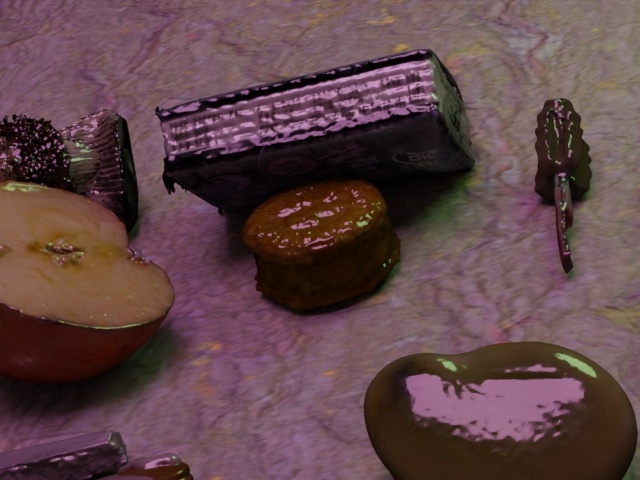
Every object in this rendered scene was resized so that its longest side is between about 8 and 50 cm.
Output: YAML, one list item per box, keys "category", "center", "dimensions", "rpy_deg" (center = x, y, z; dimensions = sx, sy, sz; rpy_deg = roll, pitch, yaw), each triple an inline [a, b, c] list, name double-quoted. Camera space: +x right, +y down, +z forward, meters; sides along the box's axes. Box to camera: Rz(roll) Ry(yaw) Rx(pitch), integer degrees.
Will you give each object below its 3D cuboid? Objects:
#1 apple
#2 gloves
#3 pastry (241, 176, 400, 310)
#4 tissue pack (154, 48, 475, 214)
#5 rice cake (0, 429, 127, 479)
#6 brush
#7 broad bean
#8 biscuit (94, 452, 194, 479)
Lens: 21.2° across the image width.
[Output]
- category: "apple"
  center: [-0.330, 0.073, 2.044]
  dimensions: [0.251, 0.163, 0.293]
  rpy_deg: [3, 36, -32]
- category: "gloves"
  center: [-0.399, -0.065, 2.301]
  dimensions: [0.312, 0.210, 0.135]
  rpy_deg: [-5, 12, -15]
- category: "pastry"
  center: [0.000, 0.000, 2.059]
  dimensions: [0.188, 0.103, 0.189]
  rpy_deg: [-14, 28, 7]
- category: "tissue pack"
  center: [0.001, -0.128, 2.164]
  dimensions: [0.361, 0.122, 0.259]
  rpy_deg: [-12, -13, 14]
- category: "rice cake"
  center: [-0.336, 0.251, 1.864]
  dimensions: [0.269, 0.049, 0.055]
  rpy_deg: [-12, 15, 12]
- category: "brush"
  center: [0.286, -0.061, 2.043]
  dimensions: [0.071, 0.084, 0.301]
  rpy_deg: [-9, 36, 13]
- category: "broad bean"
  center: [0.166, 0.182, 1.625]
  dimensions: [0.263, 0.121, 0.189]
  rpy_deg: [-2, 61, 25]
- category: "biscuit"
  center: [-0.274, 0.296, 1.579]
  dimensions: [0.283, 0.064, 0.432]
  rpy_deg: [-15, 9, 18]
